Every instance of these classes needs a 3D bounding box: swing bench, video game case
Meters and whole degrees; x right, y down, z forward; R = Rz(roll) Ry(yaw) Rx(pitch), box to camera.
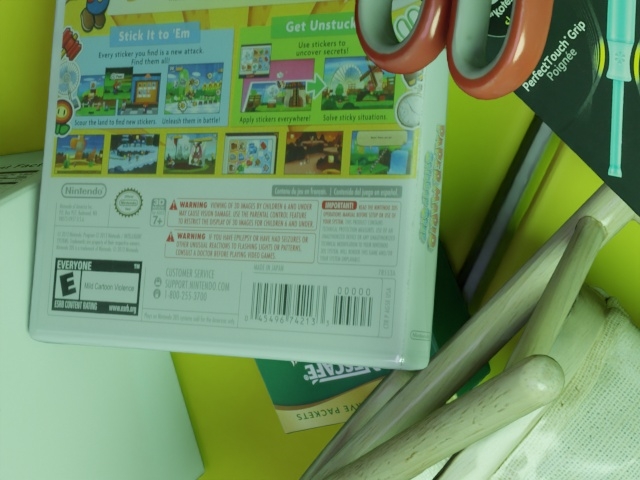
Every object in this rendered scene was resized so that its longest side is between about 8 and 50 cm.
[{"bbox_3d":[0.130,0.151,0.829,0.253,0.165,0.254,41,132,-4],"label":"swing bench"},{"bbox_3d":[-0.041,-0.050,0.886,0.227,0.026,0.206,2,86,38],"label":"video game case"}]

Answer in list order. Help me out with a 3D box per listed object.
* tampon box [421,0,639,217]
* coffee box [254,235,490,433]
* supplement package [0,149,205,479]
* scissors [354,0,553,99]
[{"bbox_3d":[0.146,-0.096,0.761,0.161,0.101,0.120,46,128,7],"label":"tampon box"},{"bbox_3d":[0.000,0.000,0.938,0.113,0.040,0.184,-13,104,35],"label":"coffee box"},{"bbox_3d":[-0.231,0.091,0.987,0.198,0.262,0.199,-4,109,34],"label":"supplement package"},{"bbox_3d":[0.057,-0.201,0.737,0.109,0.021,0.297,3,88,56],"label":"scissors"}]
